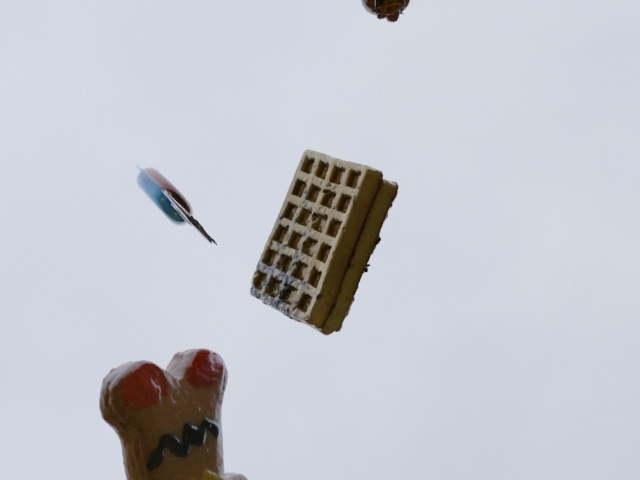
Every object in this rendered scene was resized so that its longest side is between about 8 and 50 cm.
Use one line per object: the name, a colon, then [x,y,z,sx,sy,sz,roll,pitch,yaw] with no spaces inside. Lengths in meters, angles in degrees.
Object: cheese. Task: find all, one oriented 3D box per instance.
cheese: [-0.187,-0.047,1.281,0.037,0.256,0.106,-44,-67,-7]

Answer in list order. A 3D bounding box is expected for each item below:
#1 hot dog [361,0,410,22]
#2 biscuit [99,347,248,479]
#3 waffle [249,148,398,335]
hot dog: [0.066,-0.343,1.161,0.072,0.055,0.188,-18,-62,-2]
biscuit: [-0.104,0.213,0.811,0.165,0.036,0.250,-8,-88,-60]
waffle: [0.000,0.000,0.876,0.042,0.102,0.148,23,-91,-42]
